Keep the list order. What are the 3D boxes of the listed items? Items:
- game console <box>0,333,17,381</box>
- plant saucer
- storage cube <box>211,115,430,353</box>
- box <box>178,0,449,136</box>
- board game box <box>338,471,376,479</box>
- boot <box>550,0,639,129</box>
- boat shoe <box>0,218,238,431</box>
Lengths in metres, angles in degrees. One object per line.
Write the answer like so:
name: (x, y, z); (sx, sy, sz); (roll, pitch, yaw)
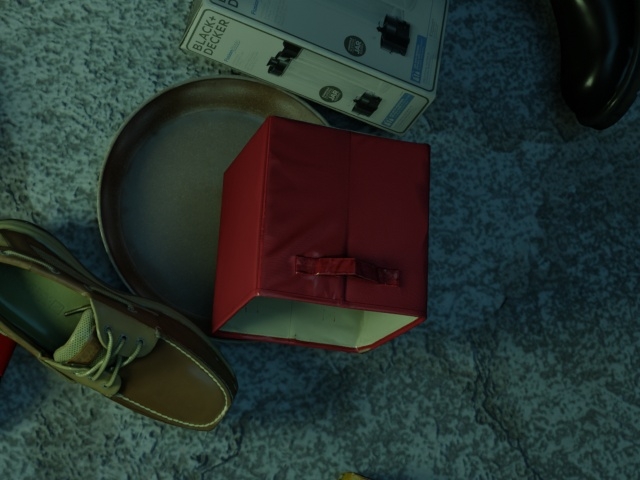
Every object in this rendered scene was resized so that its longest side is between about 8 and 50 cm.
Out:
game console: (-0.407, 0.126, 1.332); (0.144, 0.085, 0.124); (25, 104, -12)
plant saucer: (-0.102, -0.035, 1.447); (0.311, 0.050, 0.310); (3, 79, -18)
storage cube: (0.000, 0.000, 1.340); (0.184, 0.215, 0.193); (9, 71, -17)
box: (-0.003, -0.255, 1.480); (0.290, 0.087, 0.169); (21, 56, -13)
board game box: (0.083, 0.356, 1.432); (0.170, 0.048, 0.141); (22, 72, -13)
boot: (0.274, -0.325, 1.570); (0.260, 0.131, 0.348); (11, 78, -19)
boat shoe: (-0.240, 0.103, 1.318); (0.324, 0.120, 0.122); (32, 101, -5)
